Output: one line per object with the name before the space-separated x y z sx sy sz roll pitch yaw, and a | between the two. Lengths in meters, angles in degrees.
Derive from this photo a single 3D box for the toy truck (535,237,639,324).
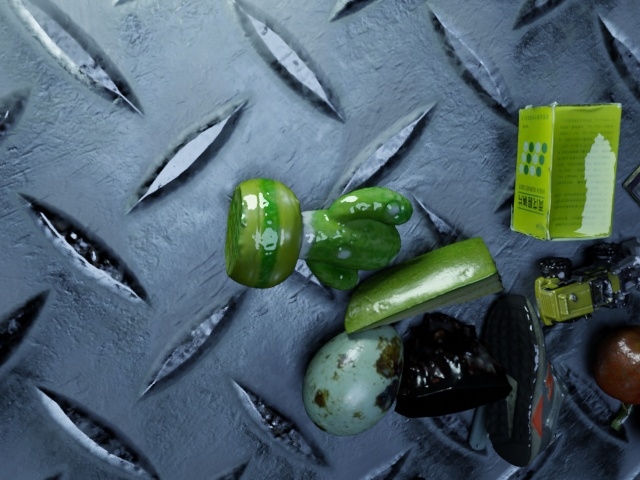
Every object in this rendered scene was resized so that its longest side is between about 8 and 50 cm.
toy truck | 0.561 0.085 1.056 0.285 0.111 0.136 -17 103 -12

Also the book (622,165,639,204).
book | 0.755 -0.095 1.097 0.231 0.026 0.157 42 93 -15

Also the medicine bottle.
medicine bottle | 0.451 -0.128 0.980 0.141 0.137 0.250 -4 101 -9

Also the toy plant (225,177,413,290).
toy plant | 0.000 0.000 0.921 0.315 0.184 0.224 4 128 -17

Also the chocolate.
chocolate | 0.242 0.237 1.042 0.224 0.206 0.177 5 57 -20

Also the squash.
squash | 0.192 0.088 1.005 0.288 0.203 0.111 -25 69 14

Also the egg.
egg | 0.065 0.253 0.981 0.169 0.169 0.231 39 82 -15

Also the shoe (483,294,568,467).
shoe | 0.439 0.276 1.074 0.170 0.132 0.337 -1 91 -30

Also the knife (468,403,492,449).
knife | 0.354 0.374 1.128 0.044 0.023 0.162 9 100 -13

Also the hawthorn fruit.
hawthorn fruit | 0.651 0.283 1.110 0.162 0.163 0.204 13 118 -12

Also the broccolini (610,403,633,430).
broccolini | 0.721 0.313 1.165 0.071 0.057 0.254 27 94 29

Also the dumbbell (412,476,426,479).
dumbbell | 0.224 0.552 1.120 0.147 0.069 0.069 39 93 -14
